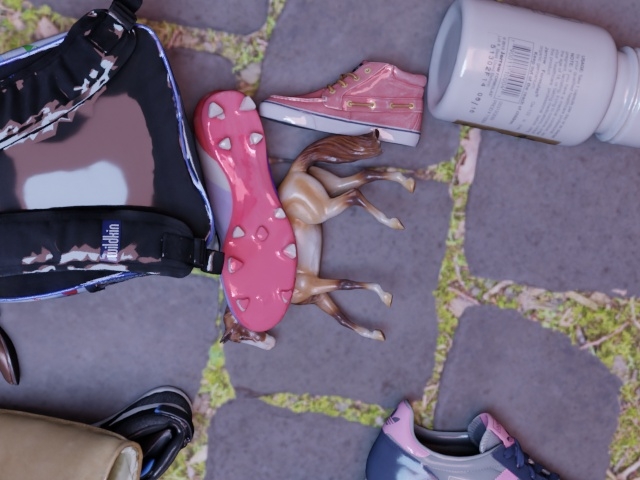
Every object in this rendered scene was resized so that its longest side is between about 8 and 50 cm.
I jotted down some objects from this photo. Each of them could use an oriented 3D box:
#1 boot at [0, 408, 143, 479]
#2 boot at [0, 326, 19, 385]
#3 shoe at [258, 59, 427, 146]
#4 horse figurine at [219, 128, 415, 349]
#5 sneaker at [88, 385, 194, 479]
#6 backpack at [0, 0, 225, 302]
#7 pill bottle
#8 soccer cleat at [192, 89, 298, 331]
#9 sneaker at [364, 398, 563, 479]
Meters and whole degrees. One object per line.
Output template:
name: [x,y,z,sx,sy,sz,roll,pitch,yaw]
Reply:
boot: [-0.324,0.274,1.015,0.269,0.089,0.236,14,96,22]
boot: [-0.383,0.121,1.076,0.114,0.037,0.106,-22,87,-7]
shoe: [0.026,-0.152,1.081,0.178,0.063,0.081,8,95,-14]
horse figurine: [0.000,0.000,1.087,0.174,0.066,0.263,12,105,8]
sneaker: [-0.230,0.236,1.068,0.217,0.121,0.079,-37,100,-1]
backpack: [-0.255,-0.068,0.981,0.263,0.213,0.277,-16,92,-12]
pill bottle: [0.237,-0.168,1.068,0.229,0.131,0.131,11,96,-8]
soccer cleat: [-0.081,-0.031,1.050,0.083,0.095,0.248,-12,92,-19]
sneaker: [0.209,0.265,1.135,0.319,0.112,0.131,13,99,-10]
